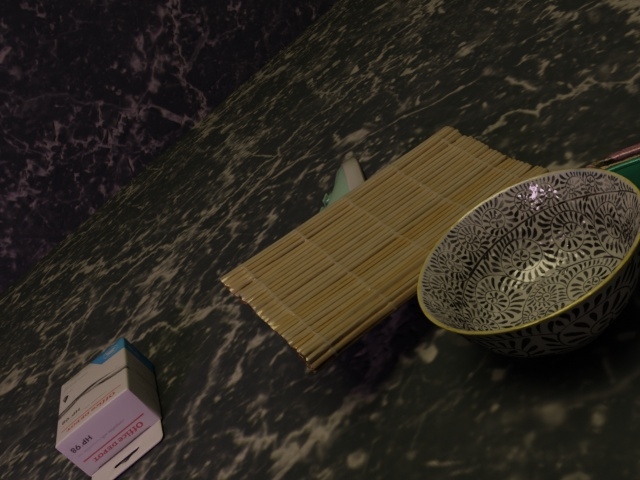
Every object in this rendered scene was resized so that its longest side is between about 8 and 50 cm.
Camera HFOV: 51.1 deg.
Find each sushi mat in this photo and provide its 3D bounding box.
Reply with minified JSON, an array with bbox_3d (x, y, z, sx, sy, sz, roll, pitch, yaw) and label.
[{"bbox_3d":[0.069,-0.011,0.635,0.316,0.019,0.151,-35,44,-23],"label":"sushi mat"}]

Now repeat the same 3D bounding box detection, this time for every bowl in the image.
[{"bbox_3d":[0.165,0.030,0.493,0.170,0.080,0.170,-31,25,16],"label":"bowl"}]

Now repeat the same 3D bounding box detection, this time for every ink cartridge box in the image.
[{"bbox_3d":[-0.250,0.200,0.792,0.104,0.060,0.180,-39,24,-4],"label":"ink cartridge box"}]

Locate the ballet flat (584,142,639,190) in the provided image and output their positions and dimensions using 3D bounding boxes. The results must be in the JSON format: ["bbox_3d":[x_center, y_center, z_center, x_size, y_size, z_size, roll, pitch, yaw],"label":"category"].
[{"bbox_3d":[0.302,-0.067,0.502,0.221,0.077,0.079,-20,10,35],"label":"ballet flat"}]

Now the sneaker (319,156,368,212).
[{"bbox_3d":[0.000,0.000,0.749,0.151,0.094,0.256,-24,29,13],"label":"sneaker"}]
